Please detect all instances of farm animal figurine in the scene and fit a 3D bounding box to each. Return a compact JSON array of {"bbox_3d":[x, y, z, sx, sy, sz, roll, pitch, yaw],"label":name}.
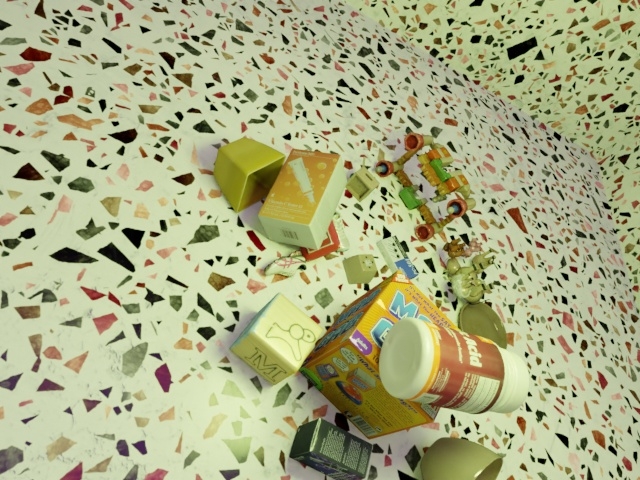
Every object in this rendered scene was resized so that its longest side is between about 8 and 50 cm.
[{"bbox_3d":[0.673,0.146,2.221,0.330,0.172,0.326,19,51,-36],"label":"farm animal figurine"}]

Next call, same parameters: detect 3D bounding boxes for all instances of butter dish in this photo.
[{"bbox_3d":[0.000,0.000,1.932,0.118,0.160,0.160,42,27,-67],"label":"butter dish"}]

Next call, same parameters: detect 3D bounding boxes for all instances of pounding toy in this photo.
[{"bbox_3d":[0.191,-0.279,2.205,0.141,0.130,0.100,47,49,2],"label":"pounding toy"}]

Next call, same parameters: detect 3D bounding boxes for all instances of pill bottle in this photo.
[{"bbox_3d":[0.389,0.372,1.391,0.392,0.224,0.224,18,54,-22],"label":"pill bottle"}]

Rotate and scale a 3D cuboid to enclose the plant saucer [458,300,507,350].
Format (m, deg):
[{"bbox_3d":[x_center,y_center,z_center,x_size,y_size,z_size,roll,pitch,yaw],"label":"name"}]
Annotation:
[{"bbox_3d":[0.726,0.405,2.174,0.278,0.041,0.278,16,55,-24],"label":"plant saucer"}]

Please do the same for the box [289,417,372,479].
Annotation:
[{"bbox_3d":[0.032,0.660,1.514,0.207,0.153,0.108,30,51,-11],"label":"box"}]

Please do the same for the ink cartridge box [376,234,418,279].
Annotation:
[{"bbox_3d":[0.339,0.084,2.129,0.097,0.046,0.207,-16,72,-36],"label":"ink cartridge box"}]

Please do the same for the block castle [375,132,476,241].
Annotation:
[{"bbox_3d":[0.482,-0.254,2.261,0.213,0.303,0.453,-16,72,-44],"label":"block castle"}]

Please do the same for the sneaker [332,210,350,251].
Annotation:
[{"bbox_3d":[0.055,-0.058,2.011,0.087,0.092,0.228,-23,77,-41],"label":"sneaker"}]

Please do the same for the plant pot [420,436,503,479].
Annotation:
[{"bbox_3d":[0.456,0.790,1.648,0.284,0.284,0.191,-16,36,-37],"label":"plant pot"}]

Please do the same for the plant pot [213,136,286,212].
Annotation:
[{"bbox_3d":[-0.293,-0.273,1.868,0.187,0.212,0.212,41,48,13],"label":"plant pot"}]

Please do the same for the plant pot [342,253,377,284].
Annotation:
[{"bbox_3d":[0.169,0.109,1.976,0.109,0.096,0.109,0,61,-32],"label":"plant pot"}]

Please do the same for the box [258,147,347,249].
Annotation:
[{"bbox_3d":[-0.059,-0.164,1.861,0.215,0.168,0.345,11,59,20],"label":"box"}]

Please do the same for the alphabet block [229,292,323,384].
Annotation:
[{"bbox_3d":[-0.144,0.324,1.586,0.197,0.193,0.192,42,50,-3],"label":"alphabet block"}]

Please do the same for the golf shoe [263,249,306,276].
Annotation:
[{"bbox_3d":[-0.127,0.100,1.817,0.186,0.067,0.086,-21,76,-39],"label":"golf shoe"}]

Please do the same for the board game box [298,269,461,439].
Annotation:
[{"bbox_3d":[0.217,0.395,1.655,0.356,0.356,0.356,45,50,-1],"label":"board game box"}]
